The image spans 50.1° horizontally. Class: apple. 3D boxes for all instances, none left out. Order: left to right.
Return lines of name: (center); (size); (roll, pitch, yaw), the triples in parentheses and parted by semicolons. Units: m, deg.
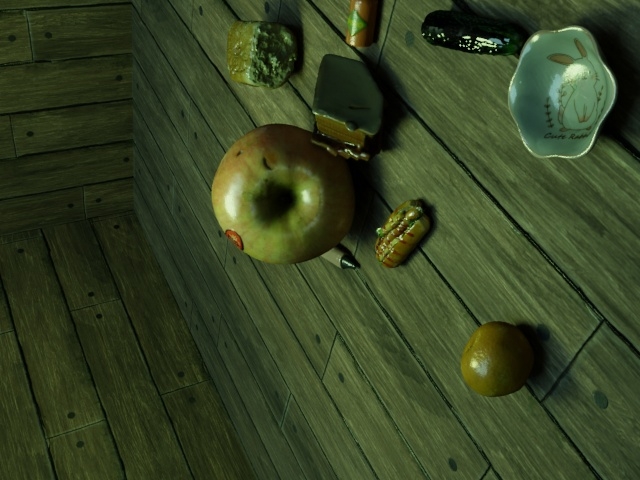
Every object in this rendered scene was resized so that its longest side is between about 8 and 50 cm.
apple: (-0.093, -0.125, 1.862); (0.346, 0.392, 0.391); (-101, 4, -77)

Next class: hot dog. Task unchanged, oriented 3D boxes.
hot dog: (0.193, -0.015, 1.693); (0.104, 0.076, 0.250); (66, 154, 20)

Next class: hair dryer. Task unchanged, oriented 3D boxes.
hair dryer: (0.000, 0.000, 2.081); (0.344, 0.107, 0.189); (30, 127, 44)

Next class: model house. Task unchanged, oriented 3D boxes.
model house: (0.071, -0.309, 1.709); (0.229, 0.200, 0.219); (84, -154, -70)

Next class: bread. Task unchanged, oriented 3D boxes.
bread: (-0.162, -0.545, 2.017); (0.246, 0.176, 0.195); (33, 119, 57)

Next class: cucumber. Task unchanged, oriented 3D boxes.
cucumber: (0.293, -0.395, 1.316); (0.241, 0.075, 0.074); (35, 133, 51)

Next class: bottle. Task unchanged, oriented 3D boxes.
bottle: (0.101, -0.555, 1.614); (0.069, 0.069, 0.187); (46, 140, 45)

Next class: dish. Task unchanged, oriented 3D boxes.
dish: (0.418, -0.244, 1.139); (0.229, 0.081, 0.229); (32, 127, 57)

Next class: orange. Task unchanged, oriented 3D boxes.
orange: (0.367, 0.247, 1.410); (0.136, 0.159, 0.159); (25, 141, 1)
